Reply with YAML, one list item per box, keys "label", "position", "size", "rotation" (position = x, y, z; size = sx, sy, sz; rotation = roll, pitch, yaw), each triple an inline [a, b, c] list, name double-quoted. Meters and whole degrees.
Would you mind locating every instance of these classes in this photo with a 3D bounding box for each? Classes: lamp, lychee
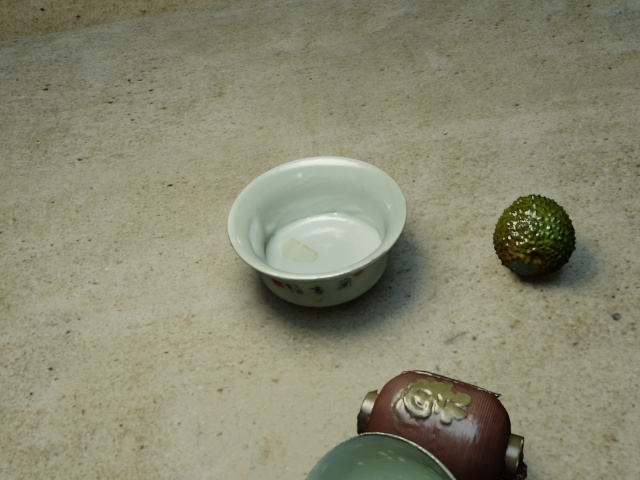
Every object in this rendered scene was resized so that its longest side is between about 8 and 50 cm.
- label: "lamp"
  position: [0.184, 0.288, 1.017]
  size: [0.257, 0.180, 0.180]
  rotation: [11, 47, 20]
- label: "lychee"
  position: [0.412, -0.016, 1.306]
  size: [0.171, 0.171, 0.171]
  rotation: [-4, 44, 4]

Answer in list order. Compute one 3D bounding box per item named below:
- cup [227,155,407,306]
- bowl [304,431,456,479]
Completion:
- label: "cup"
  position: [0.000, 0.000, 1.346]
  size: [0.346, 0.163, 0.347]
  rotation: [-4, 45, 4]
- label: "bowl"
  position: [0.118, 0.416, 0.892]
  size: [0.313, 0.146, 0.314]
  rotation: [-13, 70, 40]
